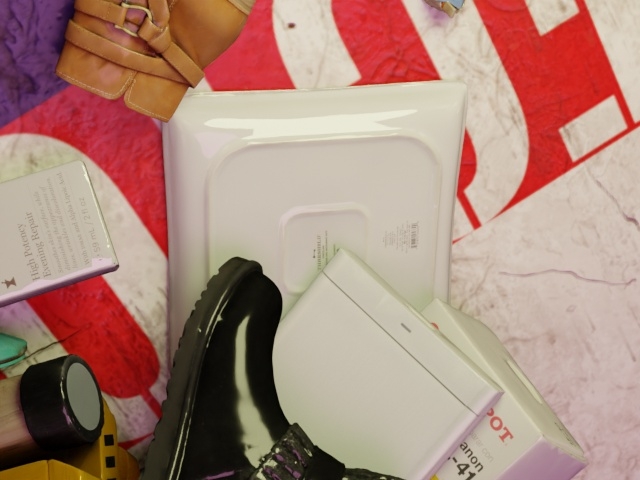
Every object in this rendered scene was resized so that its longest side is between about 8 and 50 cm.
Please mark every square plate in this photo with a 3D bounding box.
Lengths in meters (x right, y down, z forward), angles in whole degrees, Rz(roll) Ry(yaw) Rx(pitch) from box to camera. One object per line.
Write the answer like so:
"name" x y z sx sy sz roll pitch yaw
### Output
"square plate" 0.000 0.000 1.267 0.344 0.049 0.347 -5 114 -14

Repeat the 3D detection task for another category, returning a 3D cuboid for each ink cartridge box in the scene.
"ink cartridge box" 0.105 0.252 1.280 0.306 0.226 0.131 -46 141 13

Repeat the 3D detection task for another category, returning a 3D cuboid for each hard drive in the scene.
"hard drive" -0.004 0.216 1.220 0.353 0.233 0.047 -51 158 8

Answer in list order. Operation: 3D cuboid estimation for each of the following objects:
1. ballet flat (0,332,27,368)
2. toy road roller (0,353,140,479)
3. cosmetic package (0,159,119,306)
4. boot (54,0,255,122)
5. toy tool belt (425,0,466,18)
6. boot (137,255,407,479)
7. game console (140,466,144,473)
"ballet flat" -0.434 0.120 1.173 0.247 0.083 0.087 -18 98 -11
"toy road roller" -0.286 0.293 1.165 0.202 0.330 0.240 -17 149 11
"cosmetic package" -0.329 0.009 1.130 0.231 0.085 0.117 -19 88 -10
"boot" -0.201 -0.256 1.076 0.283 0.109 0.220 26 107 -32
"toy tool belt" 0.140 -0.278 1.186 0.052 0.051 0.083 6 110 -19
"boot" -0.025 0.200 1.127 0.260 0.131 0.348 13 68 8
"game console" -0.160 0.293 1.329 0.122 0.071 0.107 -39 153 1
